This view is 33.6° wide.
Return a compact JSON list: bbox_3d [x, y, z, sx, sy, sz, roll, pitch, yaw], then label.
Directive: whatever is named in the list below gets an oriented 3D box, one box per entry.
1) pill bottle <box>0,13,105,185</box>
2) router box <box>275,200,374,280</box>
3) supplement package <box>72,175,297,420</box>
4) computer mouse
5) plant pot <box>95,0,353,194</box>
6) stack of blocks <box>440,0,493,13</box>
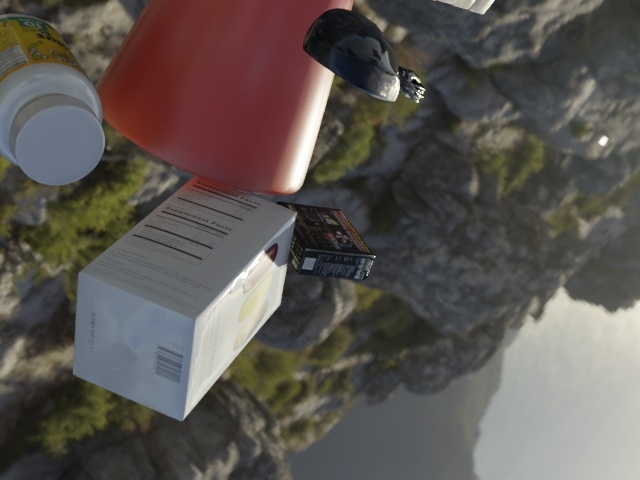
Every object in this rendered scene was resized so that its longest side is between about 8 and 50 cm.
[{"bbox_3d":[-0.293,-0.144,1.089,0.118,0.208,0.117,-15,128,-20],"label":"pill bottle"},{"bbox_3d":[0.000,0.000,1.285,0.092,0.122,0.038,6,118,-24],"label":"router box"},{"bbox_3d":[-0.141,0.052,1.143,0.244,0.134,0.139,-50,156,-53],"label":"supplement package"},{"bbox_3d":[0.046,-0.137,0.797,0.041,0.071,0.242,-56,170,13],"label":"computer mouse"},{"bbox_3d":[-0.097,-0.222,1.254,0.275,0.275,0.243,-3,124,-58],"label":"plant pot"},{"bbox_3d":[0.122,-0.415,1.444,0.297,0.171,0.087,-1,137,-50],"label":"stack of blocks"}]
